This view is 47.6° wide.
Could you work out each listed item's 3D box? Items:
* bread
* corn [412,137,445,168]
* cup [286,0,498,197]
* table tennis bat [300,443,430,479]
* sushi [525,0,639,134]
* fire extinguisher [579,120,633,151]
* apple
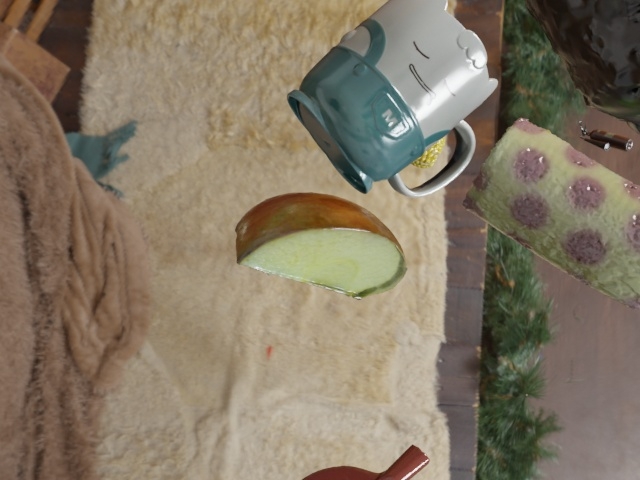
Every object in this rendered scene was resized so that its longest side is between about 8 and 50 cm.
[{"bbox_3d":[0.416,-0.041,1.194,0.338,0.187,0.155,33,54,14],"label":"bread"},{"bbox_3d":[0.148,-0.241,1.544,0.244,0.093,0.093,29,87,-2],"label":"corn"},{"bbox_3d":[0.124,-0.205,1.139,0.258,0.219,0.289,-41,112,-7],"label":"cup"},{"bbox_3d":[0.073,0.587,1.555,0.415,0.051,0.268,-35,58,-25],"label":"table tennis bat"},{"bbox_3d":[0.192,-0.128,0.346,0.124,0.225,0.127,-29,86,49],"label":"sushi"},{"bbox_3d":[0.487,-0.174,1.265,0.046,0.032,0.100,-46,43,-15],"label":"fire extinguisher"},{"bbox_3d":[0.000,0.000,1.332,0.254,0.346,0.179,-1,76,52],"label":"apple"}]
